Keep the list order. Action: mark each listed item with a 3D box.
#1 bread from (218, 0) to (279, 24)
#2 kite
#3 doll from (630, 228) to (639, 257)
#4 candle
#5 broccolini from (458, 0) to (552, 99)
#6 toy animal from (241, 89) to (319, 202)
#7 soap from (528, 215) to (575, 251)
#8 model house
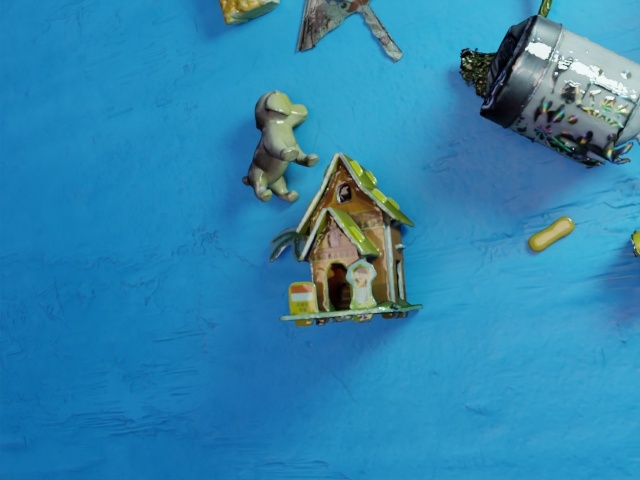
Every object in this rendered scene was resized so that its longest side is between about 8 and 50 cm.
[{"bbox_3d":[-0.169,-0.574,1.331,0.125,0.068,0.188,-15,89,26],"label":"bread"},{"bbox_3d":[0.074,-0.491,1.256,0.335,0.011,0.314,-31,82,26],"label":"kite"},{"bbox_3d":[0.617,-0.006,0.981,0.221,0.143,0.135,-26,82,33],"label":"doll"},{"bbox_3d":[0.430,-0.221,1.011,0.330,0.187,0.187,28,107,3],"label":"candle"},{"bbox_3d":[0.335,-0.384,1.113,0.123,0.062,0.271,21,110,7],"label":"broccolini"},{"bbox_3d":[-0.089,-0.191,1.312,0.169,0.121,0.233,40,121,34],"label":"toy animal"},{"bbox_3d":[0.423,-0.011,1.136,0.089,0.012,0.034,-36,79,24],"label":"soap"},{"bbox_3d":[0.000,0.000,1.195,0.340,0.300,0.323,-7,82,20],"label":"model house"}]
